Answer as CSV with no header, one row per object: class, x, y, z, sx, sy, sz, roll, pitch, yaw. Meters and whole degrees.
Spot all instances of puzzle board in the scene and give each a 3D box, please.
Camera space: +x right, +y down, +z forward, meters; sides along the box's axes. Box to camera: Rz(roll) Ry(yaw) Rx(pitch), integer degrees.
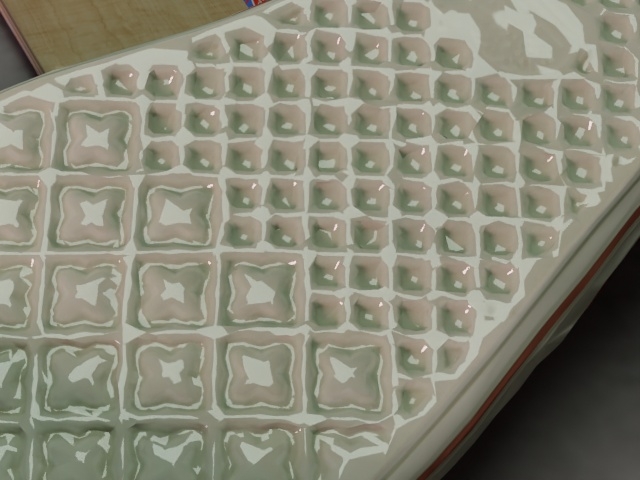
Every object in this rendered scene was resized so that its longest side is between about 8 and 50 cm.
puzzle board,-0.055,-0.086,0.582,0.096,0.011,0.128,-14,46,-23

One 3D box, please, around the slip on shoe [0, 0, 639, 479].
slip on shoe,0.000,0.000,0.434,0.331,0.101,0.123,-38,75,-23
